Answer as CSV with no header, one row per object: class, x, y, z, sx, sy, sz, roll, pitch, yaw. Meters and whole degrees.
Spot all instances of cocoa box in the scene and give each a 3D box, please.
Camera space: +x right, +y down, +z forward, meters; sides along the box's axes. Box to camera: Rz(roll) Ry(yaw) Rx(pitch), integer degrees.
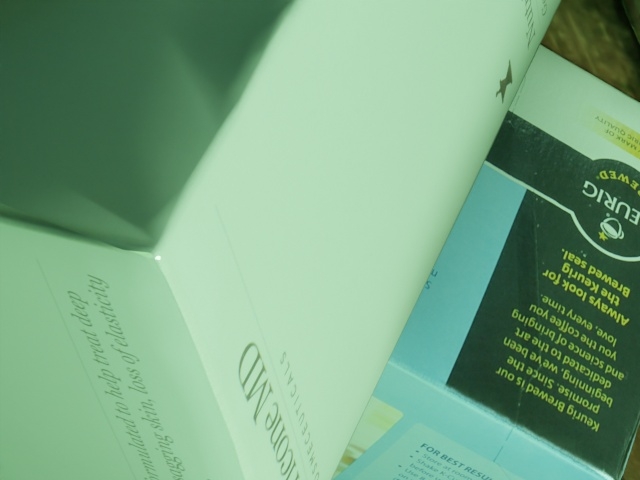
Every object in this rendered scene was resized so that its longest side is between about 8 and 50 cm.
cocoa box,0.000,0.000,0.944,0.347,0.228,0.231,29,148,-6

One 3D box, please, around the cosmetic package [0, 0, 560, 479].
cosmetic package,-0.023,-0.085,0.691,0.156,0.385,0.217,12,146,21
